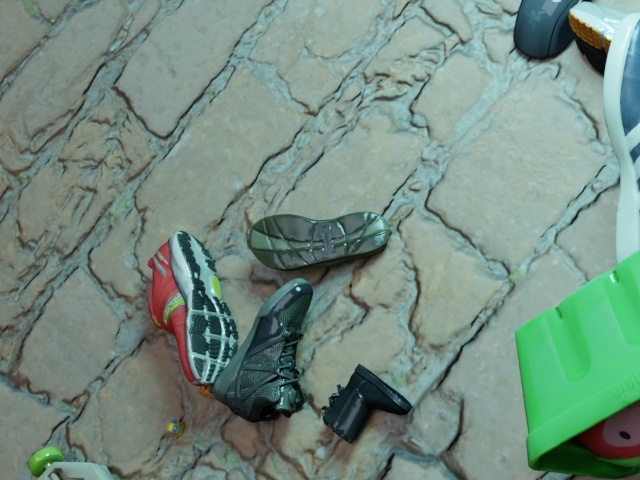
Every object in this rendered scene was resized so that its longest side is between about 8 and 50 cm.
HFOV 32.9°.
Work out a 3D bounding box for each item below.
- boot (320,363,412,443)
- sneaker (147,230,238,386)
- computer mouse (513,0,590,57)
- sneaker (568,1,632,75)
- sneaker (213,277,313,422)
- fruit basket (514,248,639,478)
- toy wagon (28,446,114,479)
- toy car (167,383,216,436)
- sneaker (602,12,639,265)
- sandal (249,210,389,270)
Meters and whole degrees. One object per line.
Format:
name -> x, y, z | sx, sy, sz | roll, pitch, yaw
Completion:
boot -> 0.062, 0.240, 1.527 | 0.121, 0.045, 0.099 | 34, 89, 41
sneaker -> -0.212, 0.120, 1.710 | 0.118, 0.107, 0.279 | -36, 49, 25
computer mouse -> 0.335, -0.406, 1.586 | 0.184, 0.060, 0.262 | 37, 93, 33
sneaker -> 0.457, -0.266, 1.458 | 0.121, 0.099, 0.262 | -45, 57, -9
sneaker -> -0.054, 0.173, 1.597 | 0.130, 0.087, 0.227 | 35, 95, 33
fruit basket -> 0.440, 0.195, 1.185 | 0.392, 0.283, 0.392 | -14, 68, 40
toy wagon -> -0.441, 0.509, 1.713 | 0.344, 0.068, 0.267 | -47, 56, 9
toy car -> -0.187, 0.258, 1.669 | 0.060, 0.040, 0.122 | 31, 89, 34
sneaker -> 0.443, -0.110, 1.334 | 0.148, 0.131, 0.350 | -3, 99, 35
sandal -> 0.000, 0.000, 1.646 | 0.219, 0.060, 0.090 | -9, 74, 12
